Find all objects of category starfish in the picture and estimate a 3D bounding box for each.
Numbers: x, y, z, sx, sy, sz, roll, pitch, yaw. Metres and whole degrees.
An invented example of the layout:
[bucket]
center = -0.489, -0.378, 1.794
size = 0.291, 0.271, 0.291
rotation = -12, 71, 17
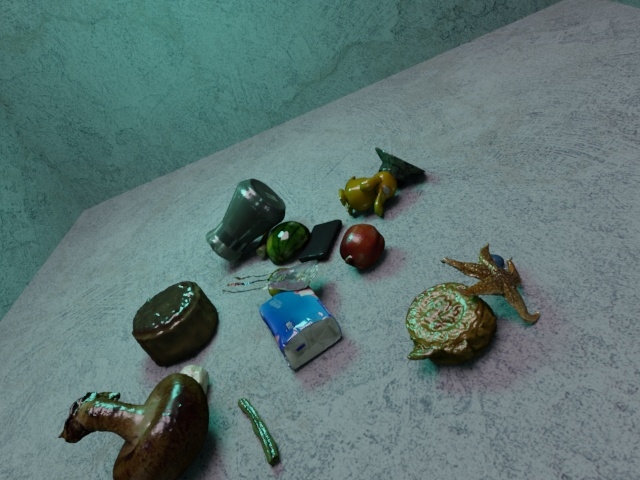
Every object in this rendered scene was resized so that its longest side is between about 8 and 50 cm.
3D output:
[starfish]
center = 0.480, 0.098, 1.299
size = 0.302, 0.060, 0.299
rotation = 7, 44, -27

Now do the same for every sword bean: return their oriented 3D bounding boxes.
[sword bean]
center = -0.182, 0.545, 1.338
size = 0.043, 0.038, 0.269
rotation = -13, 25, -26

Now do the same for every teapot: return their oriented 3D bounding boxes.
[teapot]
center = -0.333, -0.090, 2.102
size = 0.344, 0.253, 0.300
rotation = -46, -17, 18

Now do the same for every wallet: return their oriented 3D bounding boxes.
[wallet]
center = 0.000, 0.000, 1.969
size = 0.149, 0.044, 0.250
rotation = -13, 34, 31

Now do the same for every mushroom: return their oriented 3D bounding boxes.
[mushroom]
center = -0.505, 0.521, 1.348
size = 0.334, 0.356, 0.331
rotation = -40, 2, 42

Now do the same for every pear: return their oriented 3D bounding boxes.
[pear]
center = -0.147, 0.158, 1.800
size = 0.141, 0.104, 0.141
rotation = -16, 33, 11

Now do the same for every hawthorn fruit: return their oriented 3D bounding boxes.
[hawthorn fruit]
center = 0.147, 0.030, 1.715
size = 0.169, 0.169, 0.188
rotation = 3, 46, 40

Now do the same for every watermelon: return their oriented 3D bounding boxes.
[watermelon]
center = -0.154, -0.013, 2.015
size = 0.204, 0.127, 0.232
rotation = -13, 35, 46

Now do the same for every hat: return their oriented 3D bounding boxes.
[hat]
center = 0.331, -0.310, 2.064
size = 0.128, 0.265, 0.265
rotation = -64, 30, 14

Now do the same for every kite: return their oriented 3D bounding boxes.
[kite]
center = -0.178, 0.142, 1.703
size = 0.360, 0.022, 0.204
rotation = -7, 25, 18

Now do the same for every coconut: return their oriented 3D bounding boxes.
[coconut]
center = -0.430, 0.474, 1.557
size = 0.110, 0.110, 0.124
rotation = -21, 37, 11

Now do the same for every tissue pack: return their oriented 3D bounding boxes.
[tissue pack]
center = -0.079, 0.271, 1.551
size = 0.209, 0.137, 0.270
rotation = -33, 33, -7

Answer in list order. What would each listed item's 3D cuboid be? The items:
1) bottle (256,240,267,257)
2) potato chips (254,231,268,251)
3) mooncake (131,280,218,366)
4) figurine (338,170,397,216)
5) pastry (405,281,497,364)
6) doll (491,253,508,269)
[bottle]
center = -0.247, 0.035, 2.083
size = 0.063, 0.047, 0.101
rotation = -41, 5, 33
[potato chips]
center = -0.275, -0.005, 2.190
size = 0.026, 0.037, 0.204
rotation = -4, 32, 16
[mooncake]
center = -0.576, 0.317, 1.815
size = 0.323, 0.187, 0.324
rotation = -20, 30, 13
[figurine]
center = 0.206, -0.206, 1.977
size = 0.228, 0.215, 0.215
rotation = 9, 45, 25
[pastry]
center = 0.369, 0.241, 1.289
size = 0.240, 0.132, 0.235
rotation = -19, 41, 26
[doll]
center = 0.548, 0.078, 1.445
size = 0.076, 0.051, 0.083
rotation = -7, 36, 22
